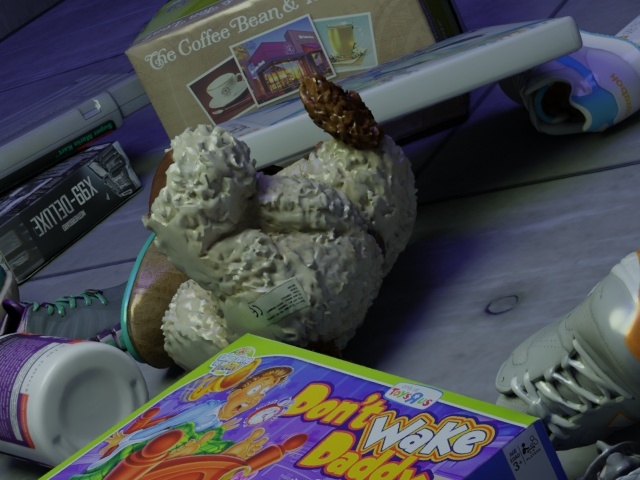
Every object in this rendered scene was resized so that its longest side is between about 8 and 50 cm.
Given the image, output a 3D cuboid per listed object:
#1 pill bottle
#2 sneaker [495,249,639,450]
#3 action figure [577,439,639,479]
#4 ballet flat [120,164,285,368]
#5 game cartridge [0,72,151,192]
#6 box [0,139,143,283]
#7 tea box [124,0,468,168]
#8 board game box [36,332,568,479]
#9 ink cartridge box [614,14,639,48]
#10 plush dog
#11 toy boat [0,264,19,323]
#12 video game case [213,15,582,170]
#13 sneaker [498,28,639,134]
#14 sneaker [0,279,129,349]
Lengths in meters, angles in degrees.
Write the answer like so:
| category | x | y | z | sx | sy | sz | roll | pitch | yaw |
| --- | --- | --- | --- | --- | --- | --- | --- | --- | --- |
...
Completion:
| category | x | y | z | sx | sy | sz | roll | pitch | yaw |
| --- | --- | --- | --- | --- | --- | --- | --- | --- | --- |
| pill bottle | -0.239 | 0.133 | 1.223 | 0.108 | 0.108 | 0.193 | -38 | 24 | -32 |
| sneaker | 0.158 | 0.082 | 0.831 | 0.121 | 0.099 | 0.262 | -34 | -10 | 2 |
| action figure | 0.184 | 0.151 | 0.691 | 0.185 | 0.099 | 0.285 | -36 | 15 | 1 |
| ballet flat | -0.083 | 0.007 | 1.376 | 0.124 | 0.116 | 0.342 | -8 | 20 | 16 |
| game cartridge | -0.414 | -0.125 | 1.944 | 0.355 | 0.068 | 0.230 | -32 | 23 | -22 |
| box | -0.421 | -0.025 | 1.894 | 0.307 | 0.076 | 0.242 | -7 | 27 | 42 |
| tea box | -0.012 | -0.234 | 1.715 | 0.329 | 0.220 | 0.323 | -20 | 19 | 16 |
| board game box | -0.038 | 0.176 | 0.918 | 0.233 | 0.078 | 0.347 | -35 | 21 | -24 |
| ink cartridge box | 0.426 | -0.236 | 1.451 | 0.206 | 0.045 | 0.208 | -38 | 22 | -33 |
| plush dog | 0.000 | 0.000 | 1.171 | 0.211 | 0.262 | 0.225 | 24 | 55 | 22 |
| toy boat | -0.479 | 0.113 | 1.506 | 0.318 | 0.148 | 0.267 | -21 | 20 | 11 |
| video game case | 0.049 | -0.140 | 1.377 | 0.329 | 0.036 | 0.300 | -21 | 9 | -7 |
| sneaker | 0.231 | -0.157 | 1.428 | 0.092 | 0.087 | 0.229 | -34 | 19 | -16 |
| sneaker | -0.247 | 0.078 | 1.388 | 0.083 | 0.098 | 0.224 | -2 | 31 | 48 |
